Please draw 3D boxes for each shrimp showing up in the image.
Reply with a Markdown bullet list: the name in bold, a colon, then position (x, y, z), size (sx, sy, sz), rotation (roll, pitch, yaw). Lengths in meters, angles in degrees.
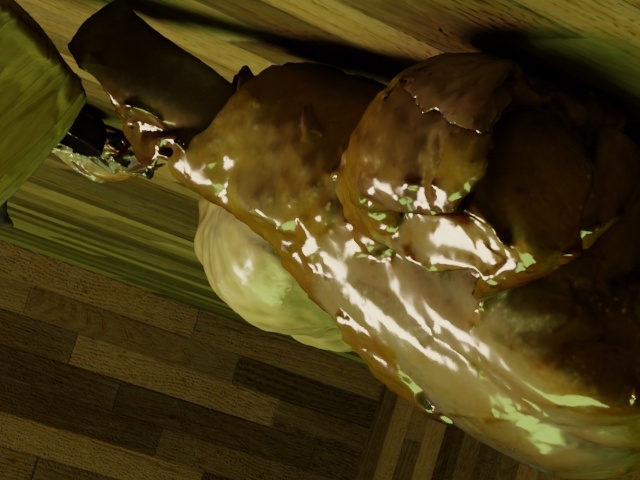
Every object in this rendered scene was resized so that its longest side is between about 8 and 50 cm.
- **shrimp**: position (-0.191, -0.083, 1.671), size (0.099, 0.041, 0.180), rotation (40, 163, -34)

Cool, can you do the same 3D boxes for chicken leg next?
- **chicken leg**: position (0.043, -0.036, 1.011), size (0.409, 0.182, 0.295), rotation (32, 168, 14)

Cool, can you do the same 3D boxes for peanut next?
- **peanut**: position (0.000, 0.000, 1.345), size (0.152, 0.152, 0.313), rotation (15, 177, 18)

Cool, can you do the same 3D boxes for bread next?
- **bread**: position (-0.219, -0.106, 1.006), size (0.152, 0.119, 0.288), rotation (49, 178, 9)

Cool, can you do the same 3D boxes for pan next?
- **pan**: position (-0.233, -0.102, 1.533), size (0.115, 0.040, 0.212), rotation (18, 180, 6)

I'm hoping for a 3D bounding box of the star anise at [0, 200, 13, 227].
- **star anise**: position (-0.318, -0.092, 1.558), size (0.197, 0.073, 0.212), rotation (48, 172, 5)
